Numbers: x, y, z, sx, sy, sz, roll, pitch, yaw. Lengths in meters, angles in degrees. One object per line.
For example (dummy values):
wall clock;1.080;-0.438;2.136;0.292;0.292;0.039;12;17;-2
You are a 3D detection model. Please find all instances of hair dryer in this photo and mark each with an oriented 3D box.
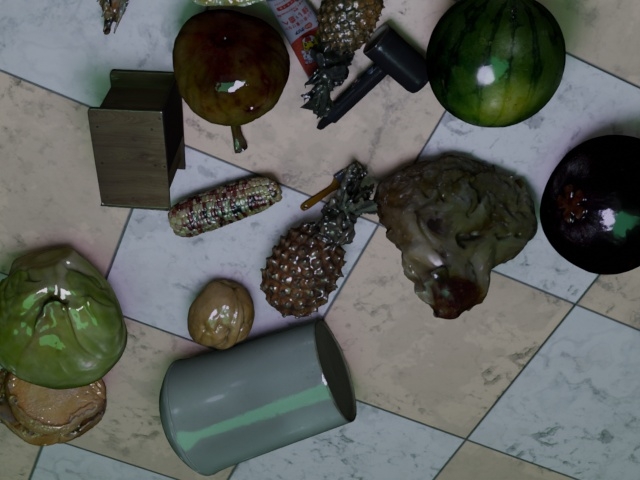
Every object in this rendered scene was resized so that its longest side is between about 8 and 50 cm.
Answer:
hair dryer;0.091;-0.286;1.623;0.128;0.070;0.255;35;127;-20

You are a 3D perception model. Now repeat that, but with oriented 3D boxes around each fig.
fig;-0.171;-0.271;1.586;0.216;0.217;0.321;8;147;-2

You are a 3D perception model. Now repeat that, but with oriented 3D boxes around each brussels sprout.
brussels sprout;-0.588;0.183;1.874;0.327;0.247;0.328;-4;114;-9

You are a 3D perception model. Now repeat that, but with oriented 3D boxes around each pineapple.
pineapple;0.031;-0.341;1.530;0.125;0.125;0.251;16;111;-8
pineapple;0.000;0.000;1.759;0.175;0.175;0.361;22;118;-12

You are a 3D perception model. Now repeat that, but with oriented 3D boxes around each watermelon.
watermelon;0.306;-0.318;1.476;0.242;0.242;0.242;2;125;2

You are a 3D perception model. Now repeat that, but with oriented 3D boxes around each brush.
brush;0.023;-0.109;1.769;0.170;0.014;0.043;-33;115;24

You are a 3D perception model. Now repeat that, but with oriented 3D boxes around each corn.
corn;-0.198;-0.075;1.763;0.253;0.086;0.086;-19;121;13

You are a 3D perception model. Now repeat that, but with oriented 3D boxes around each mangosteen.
mangosteen;0.588;-0.069;1.643;0.302;0.275;0.275;-3;132;-36

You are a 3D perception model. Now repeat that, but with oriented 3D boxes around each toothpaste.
toothpaste;-0.038;-0.400;1.554;0.089;0.057;0.234;-28;127;12

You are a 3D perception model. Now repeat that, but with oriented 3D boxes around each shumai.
shumai;0.269;-0.011;1.660;0.346;0.283;0.217;19;125;-7

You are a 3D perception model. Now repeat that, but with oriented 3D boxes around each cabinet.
cabinet;-0.353;-0.194;1.634;0.148;0.175;0.215;3;125;1

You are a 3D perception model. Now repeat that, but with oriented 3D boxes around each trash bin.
trash bin;-0.159;0.365;1.953;0.432;0.280;0.280;-20;121;12

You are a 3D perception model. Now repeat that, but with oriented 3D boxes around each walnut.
walnut;-0.223;0.167;1.900;0.166;0.149;0.167;-22;141;-18

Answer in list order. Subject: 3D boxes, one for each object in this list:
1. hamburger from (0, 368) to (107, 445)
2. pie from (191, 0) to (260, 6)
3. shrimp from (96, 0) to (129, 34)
hamburger;-0.647;0.371;1.997;0.286;0.243;0.146;11;129;-22
pie;-0.144;-0.530;1.422;0.274;0.105;0.257;-23;106;20
shrimp;-0.393;-0.494;1.512;0.143;0.052;0.251;17;117;4
